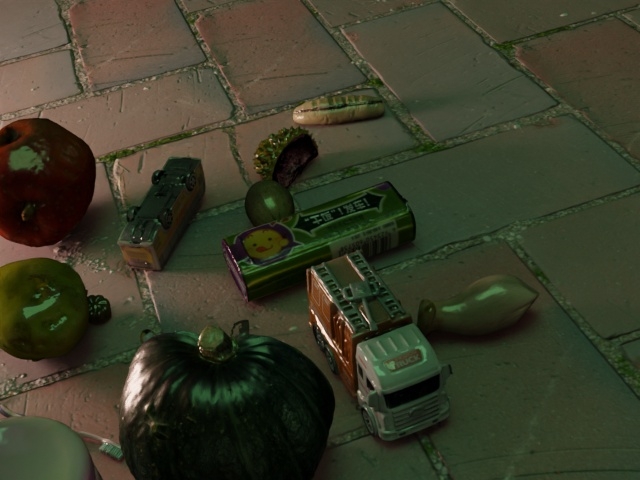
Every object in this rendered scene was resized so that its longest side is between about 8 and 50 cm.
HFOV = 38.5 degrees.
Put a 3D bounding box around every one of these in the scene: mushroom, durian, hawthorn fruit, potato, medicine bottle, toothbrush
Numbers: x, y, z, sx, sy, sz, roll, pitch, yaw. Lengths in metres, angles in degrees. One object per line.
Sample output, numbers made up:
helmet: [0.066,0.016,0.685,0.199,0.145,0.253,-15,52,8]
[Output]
mushroom: [0.258,0.110,1.520,0.213,0.088,0.097,-15,29,3]
durian: [-0.095,-0.190,1.941,0.108,0.119,0.186,20,48,27]
hawthorn fruit: [-0.578,-0.114,1.856,0.258,0.258,0.261,-6,66,4]
potato: [-0.504,0.114,1.612,0.253,0.148,0.186,19,66,40]
medicine bottle: [-0.337,0.389,1.101,0.212,0.325,0.212,-5,39,4]
toothbrush: [-0.420,0.304,1.468,0.269,0.021,0.027,12,37,25]

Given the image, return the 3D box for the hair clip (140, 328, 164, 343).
hair clip: [-0.234,0.203,1.532,0.214,0.062,0.056,20,16,25]

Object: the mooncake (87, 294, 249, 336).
mooncake: [-0.274,0.150,1.614,0.347,0.057,0.150,-6,51,14]

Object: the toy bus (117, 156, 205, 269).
toy bus: [-0.310,-0.058,1.832,0.092,0.106,0.268,5,43,17]

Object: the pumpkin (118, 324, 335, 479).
pumpkin: [-0.137,0.269,1.265,0.293,0.263,0.197,-4,42,12]

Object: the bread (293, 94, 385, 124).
bread: [0.041,-0.303,2.109,0.214,0.053,0.073,-5,42,4]

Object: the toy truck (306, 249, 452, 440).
toy truck: [0.084,0.154,1.438,0.136,0.162,0.305,-20,40,-13]

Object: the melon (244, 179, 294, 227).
melon: [-0.099,-0.064,1.803,0.098,0.098,0.130,-15,44,-8]

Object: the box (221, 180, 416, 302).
box: [0.000,0.000,1.705,0.346,0.097,0.134,-21,48,-14]
